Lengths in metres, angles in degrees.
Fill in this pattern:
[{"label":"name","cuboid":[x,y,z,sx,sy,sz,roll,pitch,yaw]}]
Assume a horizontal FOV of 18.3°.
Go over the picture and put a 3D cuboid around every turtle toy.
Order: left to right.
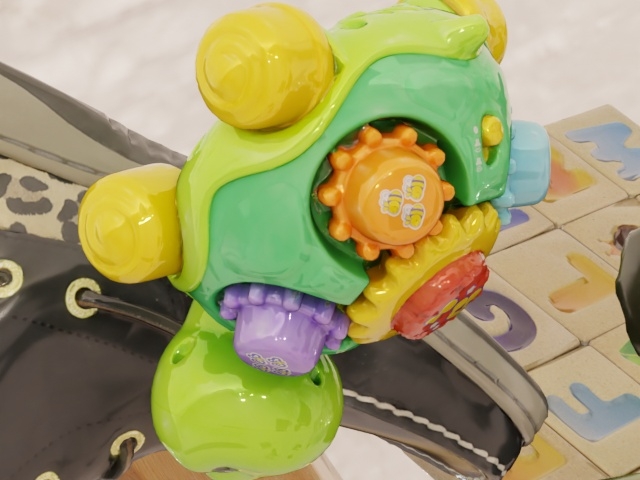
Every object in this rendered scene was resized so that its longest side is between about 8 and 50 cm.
[{"label":"turtle toy","cuboid":[0.000,0.000,0.436,0.095,0.066,0.130,-17,152,-52]}]

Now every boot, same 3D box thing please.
[{"label":"boot","cuboid":[-0.071,0.062,0.514,0.236,0.178,0.085,27,167,-17]}]

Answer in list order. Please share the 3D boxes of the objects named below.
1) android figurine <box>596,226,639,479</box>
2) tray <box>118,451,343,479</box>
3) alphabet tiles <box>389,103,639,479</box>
[{"label":"android figurine","cuboid":[0.205,0.041,0.584,0.273,0.056,0.248,-3,118,-24]},{"label":"tray","cuboid":[-0.100,0.147,1.034,0.203,0.076,0.411,-28,137,3]},{"label":"alphabet tiles","cuboid":[0.159,0.045,0.799,0.342,0.285,0.011,-20,141,-45]}]
